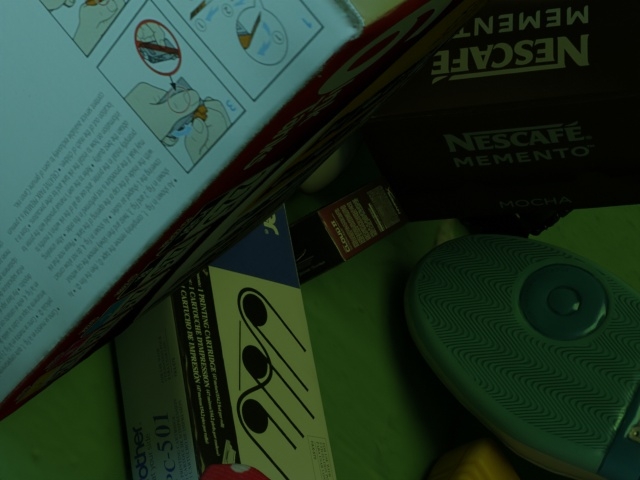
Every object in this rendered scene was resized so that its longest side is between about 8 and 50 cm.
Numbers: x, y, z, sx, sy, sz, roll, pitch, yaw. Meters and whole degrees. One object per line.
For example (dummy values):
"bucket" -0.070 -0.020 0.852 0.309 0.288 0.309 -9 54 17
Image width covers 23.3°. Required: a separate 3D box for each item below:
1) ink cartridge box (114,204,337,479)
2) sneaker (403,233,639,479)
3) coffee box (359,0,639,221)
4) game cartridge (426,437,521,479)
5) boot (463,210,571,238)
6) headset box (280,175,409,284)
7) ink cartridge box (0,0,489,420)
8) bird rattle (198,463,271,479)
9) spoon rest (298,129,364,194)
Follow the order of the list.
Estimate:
"ink cartridge box" -0.055 0.034 0.765 0.097 0.046 0.207 16 54 -46
"sneaker" 0.182 0.135 0.949 0.319 0.208 0.127 34 67 15
"coffee box" 0.122 -0.169 0.910 0.119 0.168 0.297 59 30 -57
"game cartridge" 0.093 0.294 0.773 0.285 0.053 0.324 57 37 -8
"boot" 0.127 -0.055 0.994 0.099 0.121 0.045 54 38 -1
"headset box" 0.000 0.000 0.843 0.032 0.062 0.083 61 34 -1
"ink cartridge box" -0.024 -0.098 0.608 0.130 0.309 0.272 50 49 1
"bird rattle" -0.088 0.160 0.566 0.207 0.143 0.253 28 46 -3
"spoon rest" -0.006 -0.149 0.916 0.137 0.084 0.276 68 25 -49
